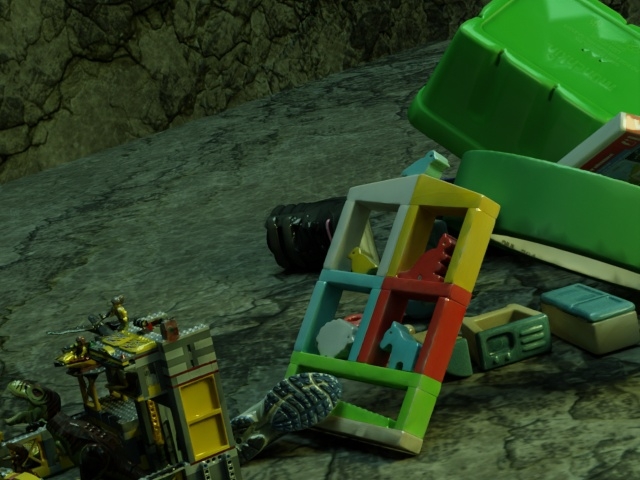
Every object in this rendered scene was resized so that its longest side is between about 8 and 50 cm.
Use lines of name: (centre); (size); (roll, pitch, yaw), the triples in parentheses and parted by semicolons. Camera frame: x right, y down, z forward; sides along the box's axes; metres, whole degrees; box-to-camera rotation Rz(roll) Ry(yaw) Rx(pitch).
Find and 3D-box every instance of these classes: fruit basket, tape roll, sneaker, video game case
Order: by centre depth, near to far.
sneaker: (-0.039, 0.164, 1.459); (0.135, 0.052, 0.058); (-29, -3, 9)
tape roll: (0.286, -0.006, 1.547); (0.321, 0.077, 0.321); (18, -2, 0)
video game case: (0.404, -0.059, 1.677); (0.285, 0.025, 0.204); (12, -23, -17)
fruit basket: (0.325, -0.125, 1.964); (0.283, 0.392, 0.392); (-40, 27, -29)
sneaker: (0.000, 0.000, 2.061); (0.147, 0.104, 0.296); (-13, 7, 0)

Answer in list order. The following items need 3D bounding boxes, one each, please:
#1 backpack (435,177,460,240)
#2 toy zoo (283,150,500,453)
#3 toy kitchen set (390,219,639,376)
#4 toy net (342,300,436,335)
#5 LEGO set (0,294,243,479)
backpack: (0.186, -0.032, 2.047); (0.120, 0.098, 0.101); (-7, -15, 18)
toy zoo: (0.067, 0.049, 1.476); (0.030, 0.293, 0.192); (28, -14, -38)
toy kitchen set: (0.198, 0.043, 1.562); (0.207, 0.166, 0.122); (-15, 14, -16)
toy net: (0.052, 0.093, 1.737); (0.122, 0.045, 0.232); (-2, 16, 33)
LEGO set: (-0.228, 0.153, 1.402); (0.255, 0.192, 0.331); (-16, 14, -21)
